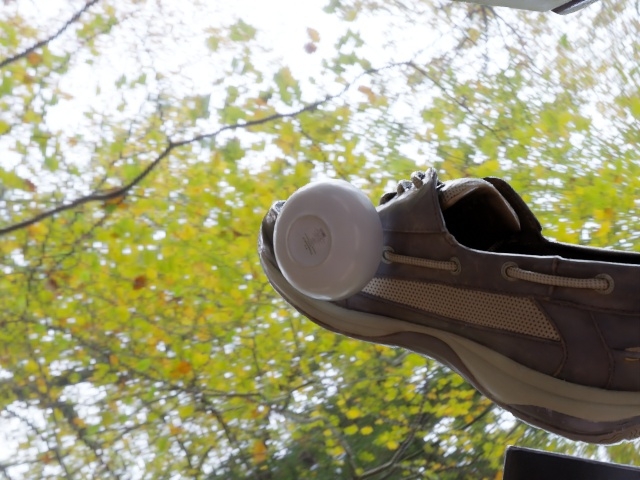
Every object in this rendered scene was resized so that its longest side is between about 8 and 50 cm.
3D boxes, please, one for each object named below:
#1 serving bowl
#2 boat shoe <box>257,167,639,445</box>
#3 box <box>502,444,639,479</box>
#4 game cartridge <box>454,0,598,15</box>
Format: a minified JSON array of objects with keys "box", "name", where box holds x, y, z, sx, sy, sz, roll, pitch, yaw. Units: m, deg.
[{"box":[0.000,0.000,0.671,0.083,0.027,0.083,1,-89,32],"name":"serving bowl"},{"box":[0.098,0.015,0.695,0.355,0.132,0.130,21,-72,40],"name":"boat shoe"},{"box":[0.143,0.219,0.223,0.243,0.076,0.307,7,-123,13],"name":"box"},{"box":[0.120,-0.150,0.322,0.230,0.355,0.068,-26,-95,31],"name":"game cartridge"}]
